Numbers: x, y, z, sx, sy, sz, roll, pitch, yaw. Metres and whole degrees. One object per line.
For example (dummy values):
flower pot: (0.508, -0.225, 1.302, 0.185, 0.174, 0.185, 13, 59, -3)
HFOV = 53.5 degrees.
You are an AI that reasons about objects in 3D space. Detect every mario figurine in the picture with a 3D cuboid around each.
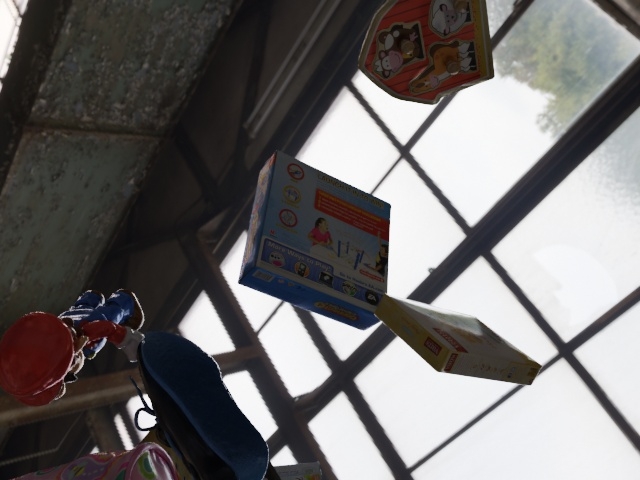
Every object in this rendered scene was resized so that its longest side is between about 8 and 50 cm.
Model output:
mario figurine: (-0.421, 0.189, 1.067, 0.170, 0.198, 0.320, 52, -166, -4)

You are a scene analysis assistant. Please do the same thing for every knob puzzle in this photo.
knob puzzle: (0.148, -0.273, 0.900, 0.213, 0.213, 0.030, 21, -149, -25)

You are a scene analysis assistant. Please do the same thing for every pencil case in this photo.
pencil case: (-0.284, 0.298, 0.660, 0.124, 0.284, 0.124, -17, -90, -78)

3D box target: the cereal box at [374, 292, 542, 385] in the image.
cereal box: (0.225, 0.163, 1.040, 0.240, 0.047, 0.173, 17, -165, -38)

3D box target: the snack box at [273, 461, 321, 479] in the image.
snack box: (-0.071, 0.534, 1.376, 0.141, 0.100, 0.037, -2, -152, -7)

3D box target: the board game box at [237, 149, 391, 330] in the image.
board game box: (0.000, 0.000, 1.355, 0.308, 0.086, 0.302, 24, -129, -21)

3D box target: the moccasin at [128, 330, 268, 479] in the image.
moccasin: (-0.199, 0.254, 0.915, 0.137, 0.117, 0.342, 9, -161, -33)

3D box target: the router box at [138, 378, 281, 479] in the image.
router box: (-0.177, 0.423, 1.058, 0.081, 0.243, 0.309, -7, -127, -50)
